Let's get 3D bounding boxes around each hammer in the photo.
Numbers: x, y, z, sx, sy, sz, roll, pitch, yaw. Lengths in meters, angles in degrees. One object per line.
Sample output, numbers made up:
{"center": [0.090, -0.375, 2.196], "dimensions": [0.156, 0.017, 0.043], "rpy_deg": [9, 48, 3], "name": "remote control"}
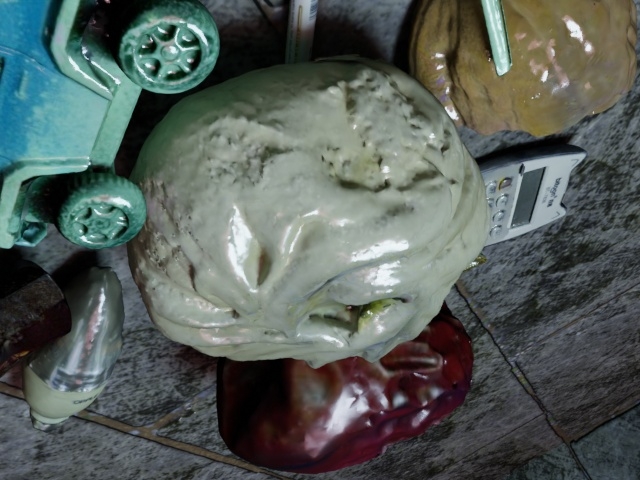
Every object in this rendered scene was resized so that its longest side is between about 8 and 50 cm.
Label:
{"center": [-0.423, 0.186, 0.728], "dimensions": [0.409, 0.095, 0.242], "rpy_deg": [-42, 179, 41], "name": "hammer"}

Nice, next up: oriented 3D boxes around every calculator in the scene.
{"center": [0.219, -0.044, 0.950], "dimensions": [0.268, 0.040, 0.177], "rpy_deg": [-19, 144, -11], "name": "calculator"}

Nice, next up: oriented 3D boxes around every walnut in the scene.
{"center": [0.209, -0.188, 0.672], "dimensions": [0.238, 0.141, 0.204], "rpy_deg": [-13, 137, -14], "name": "walnut"}

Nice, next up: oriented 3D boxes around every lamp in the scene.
{"center": [-0.275, 0.125, 0.787], "dimensions": [0.101, 0.101, 0.250], "rpy_deg": [5, 132, -37], "name": "lamp"}

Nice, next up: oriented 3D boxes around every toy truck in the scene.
{"center": [-0.176, -0.127, 0.487], "dimensions": [0.156, 0.155, 0.279], "rpy_deg": [11, 132, -30], "name": "toy truck"}

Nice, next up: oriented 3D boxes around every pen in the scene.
{"center": [-0.022, -0.162, 0.650], "dimensions": [0.026, 0.026, 0.218], "rpy_deg": [-14, 144, -19], "name": "pen"}

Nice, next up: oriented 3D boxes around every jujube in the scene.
{"center": [0.038, 0.175, 0.944], "dimensions": [0.376, 0.258, 0.258], "rpy_deg": [-13, 145, -43], "name": "jujube"}

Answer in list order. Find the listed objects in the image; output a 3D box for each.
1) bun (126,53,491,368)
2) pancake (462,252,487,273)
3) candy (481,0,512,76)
{"center": [0.000, 0.000, 0.677], "dimensions": [0.359, 0.211, 0.360], "rpy_deg": [-13, 150, -8], "name": "bun"}
{"center": [0.193, 0.041, 1.036], "dimensions": [0.108, 0.017, 0.108], "rpy_deg": [-17, 165, -5], "name": "pancake"}
{"center": [0.101, -0.254, 0.503], "dimensions": [0.093, 0.092, 0.336], "rpy_deg": [-58, 140, -31], "name": "candy"}
